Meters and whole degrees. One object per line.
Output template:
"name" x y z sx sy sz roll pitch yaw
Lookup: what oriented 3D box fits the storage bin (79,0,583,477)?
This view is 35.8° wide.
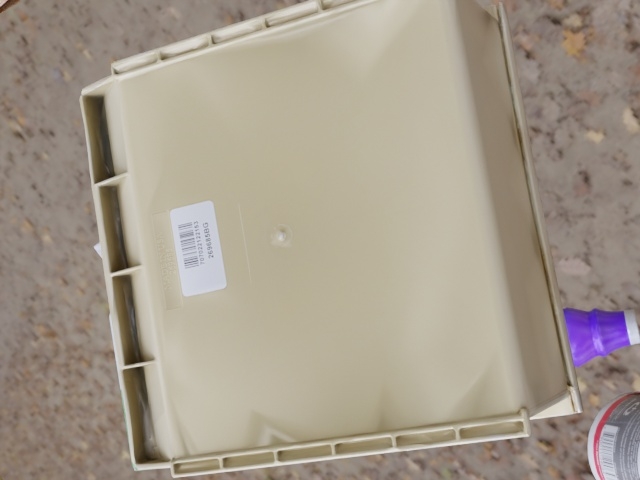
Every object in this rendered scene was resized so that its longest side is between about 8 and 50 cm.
"storage bin" 0.000 0.000 0.618 0.260 0.123 0.262 -12 84 23

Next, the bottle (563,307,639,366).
"bottle" 0.472 0.190 1.924 0.092 0.282 0.118 18 -120 -71

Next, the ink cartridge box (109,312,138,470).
"ink cartridge box" -0.074 0.121 0.917 0.208 0.087 0.153 -7 93 12

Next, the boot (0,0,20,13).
"boot" -0.330 -0.263 0.872 0.197 0.073 0.152 -25 102 14

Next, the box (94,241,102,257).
"box" -0.230 -0.014 1.511 0.114 0.203 0.103 -33 99 29

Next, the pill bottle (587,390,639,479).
"pill bottle" 0.520 0.304 1.369 0.176 0.176 0.318 48 167 -5

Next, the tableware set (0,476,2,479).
"tableware set" -0.227 0.221 0.616 0.024 0.154 0.104 -10 158 33
